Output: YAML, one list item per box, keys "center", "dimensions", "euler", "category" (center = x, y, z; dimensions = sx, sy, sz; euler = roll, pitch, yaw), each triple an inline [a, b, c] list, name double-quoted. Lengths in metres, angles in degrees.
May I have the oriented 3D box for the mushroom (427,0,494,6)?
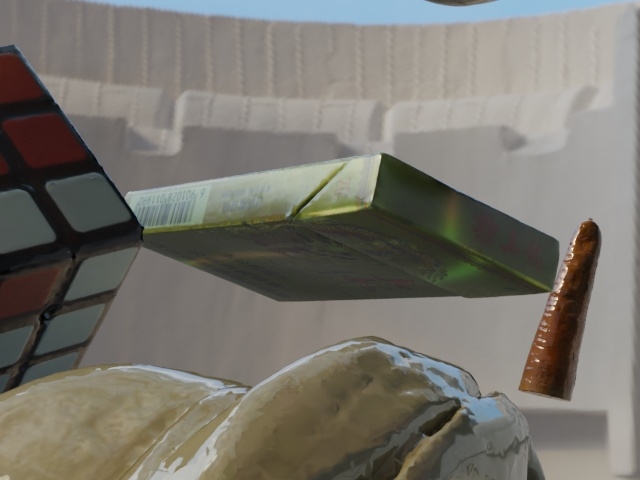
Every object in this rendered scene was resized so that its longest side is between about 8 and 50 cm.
- center: [0.081, -0.336, 1.070]
  dimensions: [0.290, 0.297, 0.297]
  euler: [-18, -89, -17]
  category: "mushroom"

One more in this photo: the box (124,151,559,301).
- center: [0.000, 0.000, 0.907]
  dimensions: [0.173, 0.311, 0.043]
  euler: [24, -108, -36]
  category: "box"

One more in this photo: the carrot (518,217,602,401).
- center: [0.276, 0.074, 1.389]
  dimensions: [0.061, 0.061, 0.209]
  euler: [18, -96, -26]
  category: "carrot"

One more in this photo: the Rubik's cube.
- center: [-0.224, 0.002, 0.728]
  dimensions: [0.163, 0.162, 0.160]
  euler: [-16, -120, -43]
  category: "Rubik's cube"

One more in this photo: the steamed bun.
- center: [-0.007, 0.234, 0.527]
  dimensions: [0.342, 0.255, 0.367]
  euler: [-19, -70, -21]
  category: "steamed bun"
